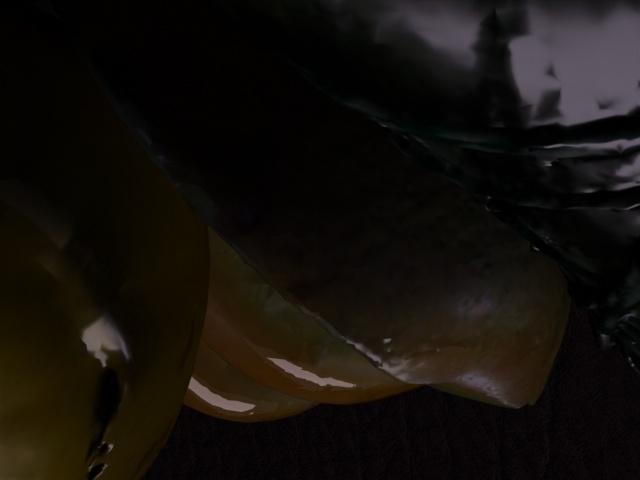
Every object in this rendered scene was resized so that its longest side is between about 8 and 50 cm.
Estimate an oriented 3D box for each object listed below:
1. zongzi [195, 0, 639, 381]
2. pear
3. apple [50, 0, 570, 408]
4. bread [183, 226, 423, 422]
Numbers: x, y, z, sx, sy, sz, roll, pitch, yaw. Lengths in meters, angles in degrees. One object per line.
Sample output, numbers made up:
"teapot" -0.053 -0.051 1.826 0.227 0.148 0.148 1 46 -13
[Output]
"zongzi" 0.076 -0.086 0.442 0.362 0.319 0.383 -6 160 -4
"pear" -0.197 0.001 0.637 0.285 0.336 0.285 -23 139 -22
"apple" 0.002 -0.057 0.583 0.120 0.265 0.193 -46 158 21
"bread" 0.000 0.000 0.872 0.316 0.211 0.270 -18 170 -42
